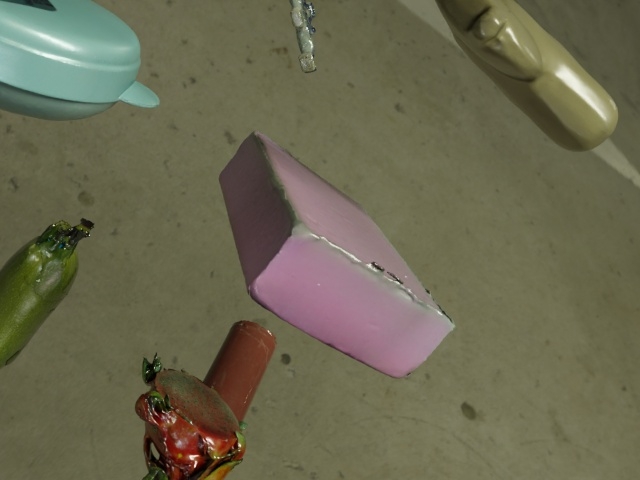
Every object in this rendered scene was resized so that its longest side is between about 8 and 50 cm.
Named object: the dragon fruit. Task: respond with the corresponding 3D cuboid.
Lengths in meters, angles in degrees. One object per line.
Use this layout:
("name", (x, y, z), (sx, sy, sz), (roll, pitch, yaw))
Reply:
("dragon fruit", (-0.151, 0.224, 0.653), (0.138, 0.142, 0.174), (20, 79, -48))

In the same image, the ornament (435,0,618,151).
("ornament", (0.172, -0.162, 0.508), (0.230, 0.061, 0.244), (35, 26, -19))

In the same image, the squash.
("squash", (-0.371, 0.072, 0.720), (0.087, 0.331, 0.087), (34, 31, -24))

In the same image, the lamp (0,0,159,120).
("lamp", (-0.310, -0.211, 0.576), (0.209, 0.147, 0.284), (42, 7, 32))

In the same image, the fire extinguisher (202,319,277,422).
("fire extinguisher", (-0.193, 0.324, 1.104), (0.107, 0.147, 0.337), (23, 50, 3))

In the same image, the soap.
("soap", (-0.001, 0.002, 0.573), (0.181, 0.081, 0.259), (33, 13, -28))

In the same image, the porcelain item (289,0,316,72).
("porcelain item", (-0.022, -0.288, 0.741), (0.075, 0.021, 0.136), (-66, 146, -57))
